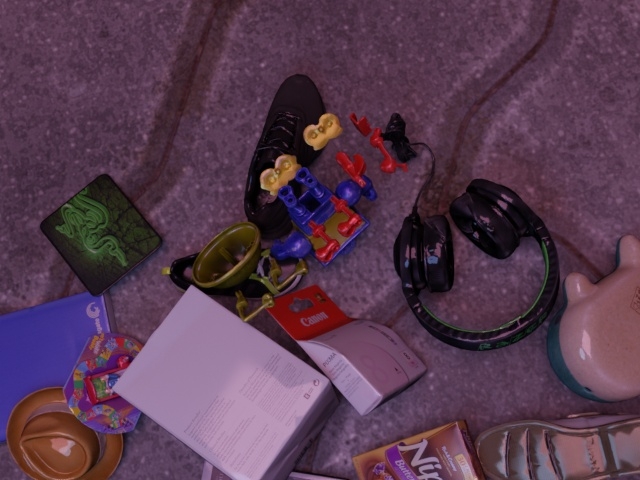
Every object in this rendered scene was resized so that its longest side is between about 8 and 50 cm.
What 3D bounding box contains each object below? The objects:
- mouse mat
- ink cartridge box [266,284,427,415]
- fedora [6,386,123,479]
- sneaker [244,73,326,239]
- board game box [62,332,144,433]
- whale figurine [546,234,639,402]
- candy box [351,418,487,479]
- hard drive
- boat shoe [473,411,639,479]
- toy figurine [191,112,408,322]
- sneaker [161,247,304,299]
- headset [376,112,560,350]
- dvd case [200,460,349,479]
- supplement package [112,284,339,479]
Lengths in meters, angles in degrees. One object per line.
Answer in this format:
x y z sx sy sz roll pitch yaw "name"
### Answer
-0.379 -0.012 1.729 0.152 0.007 0.189 -40 66 -7 "mouse mat"
0.043 0.152 1.566 0.066 0.189 0.232 -45 76 25 "ink cartridge box"
-0.420 0.332 1.621 0.194 0.079 0.194 0 101 2 "fedora"
-0.060 -0.148 1.673 0.109 0.130 0.286 9 79 11 "sneaker"
-0.334 0.226 1.630 0.133 0.033 0.168 32 56 -16 "board game box"
0.450 0.124 1.561 0.216 0.141 0.272 35 62 -11 "whale figurine"
0.153 0.357 1.553 0.187 0.053 0.109 -24 76 19 "candy box"
-0.494 0.222 1.699 0.319 0.040 0.210 -15 77 4 "hard drive"
0.390 0.321 1.530 0.302 0.103 0.113 -6 82 21 "boat shoe"
0.000 0.000 1.588 0.362 0.217 0.191 -46 56 -3 "toy figurine"
-0.144 0.056 1.657 0.235 0.097 0.084 -6 78 6 "sneaker"
0.212 -0.020 1.581 0.243 0.185 0.394 -28 60 1 "headset"
-0.083 0.453 1.603 0.239 0.029 0.179 7 79 8 "dvd case"
-0.138 0.241 1.552 0.263 0.198 0.199 33 77 15 "supplement package"
